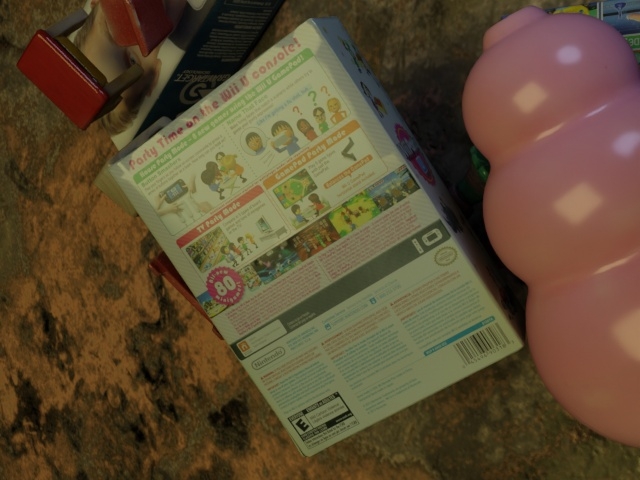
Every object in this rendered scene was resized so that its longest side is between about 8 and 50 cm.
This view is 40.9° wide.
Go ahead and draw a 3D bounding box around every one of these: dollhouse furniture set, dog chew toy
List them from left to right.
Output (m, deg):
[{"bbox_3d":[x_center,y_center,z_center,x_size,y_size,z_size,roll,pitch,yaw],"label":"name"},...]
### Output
[{"bbox_3d":[-0.145,-0.101,0.893,0.374,0.152,0.201,45,130,-8],"label":"dollhouse furniture set"},{"bbox_3d":[0.216,-0.017,0.635,0.206,0.206,0.332,-29,89,40],"label":"dog chew toy"}]

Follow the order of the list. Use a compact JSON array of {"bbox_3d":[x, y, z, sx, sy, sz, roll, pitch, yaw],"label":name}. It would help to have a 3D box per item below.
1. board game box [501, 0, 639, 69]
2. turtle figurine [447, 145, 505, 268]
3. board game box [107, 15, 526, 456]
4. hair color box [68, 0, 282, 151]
[{"bbox_3d":[0.251,-0.132,0.719,0.201,0.035,0.136,4,101,40],"label":"board game box"},{"bbox_3d":[0.100,0.023,0.815,0.175,0.118,0.234,44,123,-9],"label":"turtle figurine"},{"bbox_3d":[0.000,0.000,0.730,0.224,0.097,0.303,-31,95,21],"label":"board game box"},{"bbox_3d":[-0.162,-0.276,0.996,0.174,0.105,0.347,55,129,18],"label":"hair color box"}]
